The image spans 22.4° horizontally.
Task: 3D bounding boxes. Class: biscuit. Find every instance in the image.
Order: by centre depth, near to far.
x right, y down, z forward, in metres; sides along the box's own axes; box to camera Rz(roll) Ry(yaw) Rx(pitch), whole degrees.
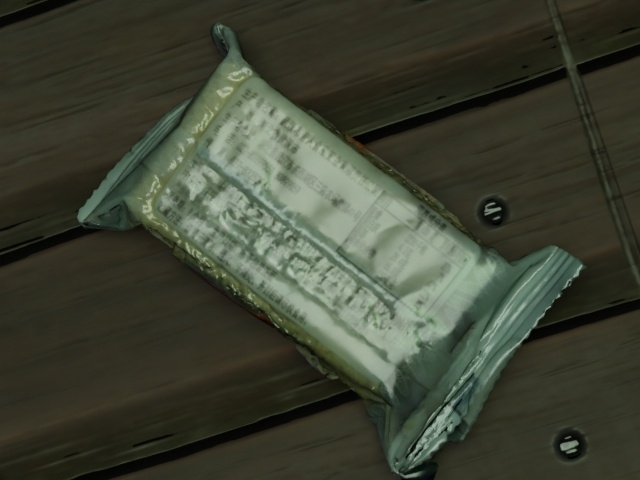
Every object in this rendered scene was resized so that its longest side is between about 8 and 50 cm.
[{"bbox_3d":[-0.002,0.004,1.084,0.309,0.079,0.186,35,91,9],"label":"biscuit"}]
